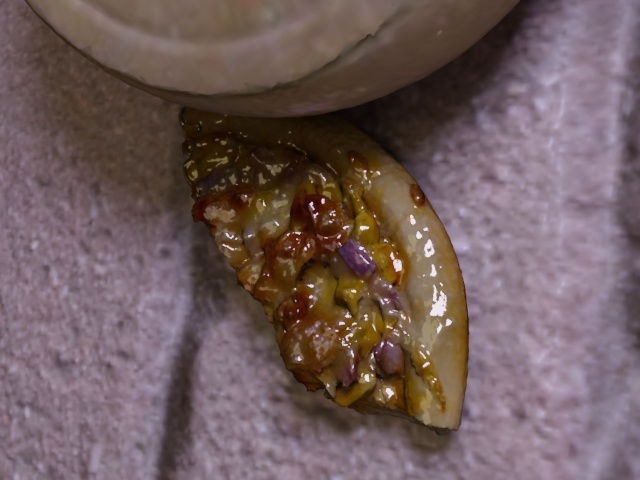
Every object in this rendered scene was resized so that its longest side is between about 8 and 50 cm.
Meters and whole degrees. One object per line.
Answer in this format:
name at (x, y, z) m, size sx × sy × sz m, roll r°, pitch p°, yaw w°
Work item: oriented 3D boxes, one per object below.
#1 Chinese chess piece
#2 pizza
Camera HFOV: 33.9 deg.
Chinese chess piece at (-0.026, -0.228, 0.501) m, size 0.338 × 0.140 × 0.338 m, roll 8°, pitch 107°, yaw 26°
pizza at (-0.002, 0.000, 0.554) m, size 0.127 × 0.058 × 0.246 m, roll -37°, pitch 62°, yaw 21°
